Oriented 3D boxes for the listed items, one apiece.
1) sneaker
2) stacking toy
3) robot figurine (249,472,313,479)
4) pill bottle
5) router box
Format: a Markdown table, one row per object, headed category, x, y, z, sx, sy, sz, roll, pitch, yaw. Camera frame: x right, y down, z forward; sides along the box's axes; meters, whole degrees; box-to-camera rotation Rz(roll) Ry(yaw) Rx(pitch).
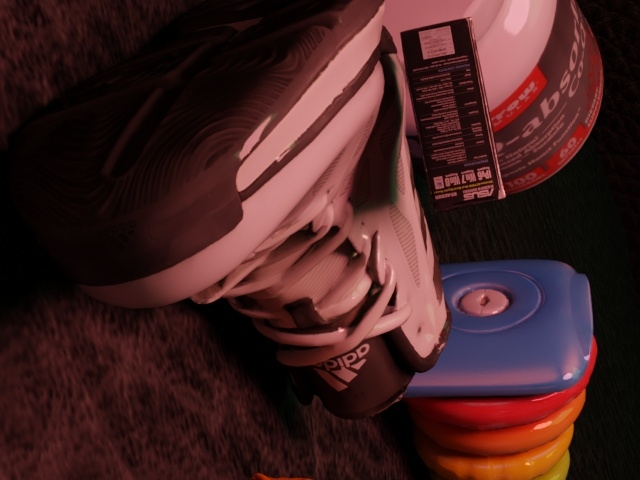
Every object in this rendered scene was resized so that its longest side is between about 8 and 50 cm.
| category | x | y | z | sx | sy | sz | roll | pitch | yaw |
| --- | --- | --- | --- | --- | --- | --- | --- | --- | --- |
| sneaker | 0.001 | 0.000 | 0.756 | 0.447 | 0.169 | 0.257 | -63 | 134 | -69 |
| stacking toy | 0.141 | 0.174 | 1.145 | 0.175 | 0.165 | 0.302 | -76 | 162 | -60 |
| robot figurine | 0.071 | 0.208 | 0.801 | 0.291 | 0.211 | 0.085 | 44 | 63 | -56 |
| pill bottle | 0.101 | -0.170 | 1.154 | 0.363 | 0.210 | 0.210 | 27 | 50 | -67 |
| router box | 0.069 | -0.066 | 0.749 | 0.122 | 0.038 | 0.092 | -45 | 123 | -84 |
